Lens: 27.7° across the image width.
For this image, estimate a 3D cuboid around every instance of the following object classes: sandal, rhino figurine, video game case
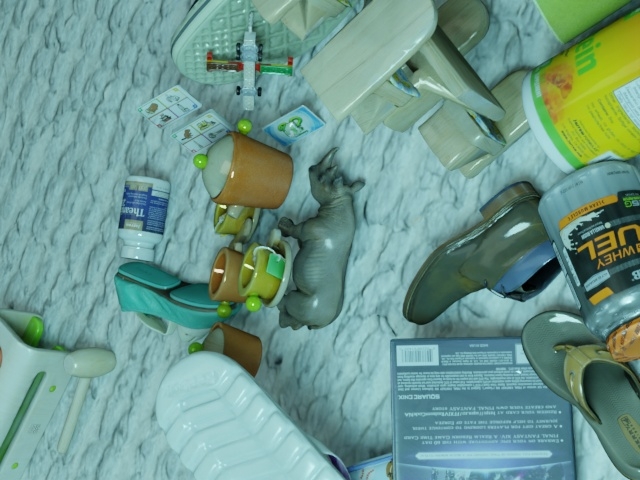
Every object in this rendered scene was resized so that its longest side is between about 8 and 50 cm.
[{"bbox_3d":[0.292,0.156,1.368,0.090,0.060,0.219,-30,60,0],"label":"sandal"},{"bbox_3d":[0.000,0.000,1.662,0.106,0.073,0.243,10,88,46],"label":"rhino figurine"},{"bbox_3d":[0.175,0.238,1.401,0.196,0.026,0.274,-1,70,3],"label":"video game case"},{"bbox_3d":[-0.027,0.298,1.459,0.169,0.102,0.416,-35,78,14],"label":"sandal"}]

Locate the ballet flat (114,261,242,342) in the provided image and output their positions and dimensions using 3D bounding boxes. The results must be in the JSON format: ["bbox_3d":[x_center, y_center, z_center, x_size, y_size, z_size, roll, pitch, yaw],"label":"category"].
[{"bbox_3d":[-0.196,0.095,1.821,0.247,0.083,0.087,15,116,42],"label":"ballet flat"}]

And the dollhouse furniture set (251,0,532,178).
[{"bbox_3d":[0.092,-0.312,1.419,0.256,0.362,0.394,-42,66,17],"label":"dollhouse furniture set"}]

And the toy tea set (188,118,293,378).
[{"bbox_3d":[-0.123,0.014,1.648,0.200,0.124,0.336,126,151,-46],"label":"toy tea set"}]

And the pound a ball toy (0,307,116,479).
[{"bbox_3d":[-0.470,0.251,1.977,0.208,0.136,0.319,40,108,38],"label":"pound a ball toy"}]

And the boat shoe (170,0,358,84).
[{"bbox_3d":[-0.015,-0.403,1.689,0.500,0.187,0.156,-46,50,19],"label":"boat shoe"}]

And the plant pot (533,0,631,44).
[{"bbox_3d":[0.331,-0.393,1.355,0.294,0.275,0.274,-24,66,18],"label":"plant pot"}]

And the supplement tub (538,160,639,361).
[{"bbox_3d":[0.312,0.023,1.360,0.117,0.117,0.190,-35,61,31],"label":"supplement tub"}]

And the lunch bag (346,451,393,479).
[{"bbox_3d":[0.079,0.377,1.498,0.303,0.115,0.243,-27,67,33],"label":"lunch bag"}]

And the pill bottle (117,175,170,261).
[{"bbox_3d":[-0.259,-0.031,1.895,0.067,0.067,0.120,4,84,41],"label":"pill bottle"}]

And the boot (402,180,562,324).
[{"bbox_3d":[0.188,0.043,1.487,0.219,0.082,0.106,-49,52,20],"label":"boot"}]

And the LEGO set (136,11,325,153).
[{"bbox_3d":[-0.094,-0.190,1.724,0.244,0.182,0.060,-26,44,31],"label":"LEGO set"}]

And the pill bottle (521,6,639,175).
[{"bbox_3d":[0.346,-0.173,1.355,0.246,0.136,0.136,-29,64,34],"label":"pill bottle"}]
